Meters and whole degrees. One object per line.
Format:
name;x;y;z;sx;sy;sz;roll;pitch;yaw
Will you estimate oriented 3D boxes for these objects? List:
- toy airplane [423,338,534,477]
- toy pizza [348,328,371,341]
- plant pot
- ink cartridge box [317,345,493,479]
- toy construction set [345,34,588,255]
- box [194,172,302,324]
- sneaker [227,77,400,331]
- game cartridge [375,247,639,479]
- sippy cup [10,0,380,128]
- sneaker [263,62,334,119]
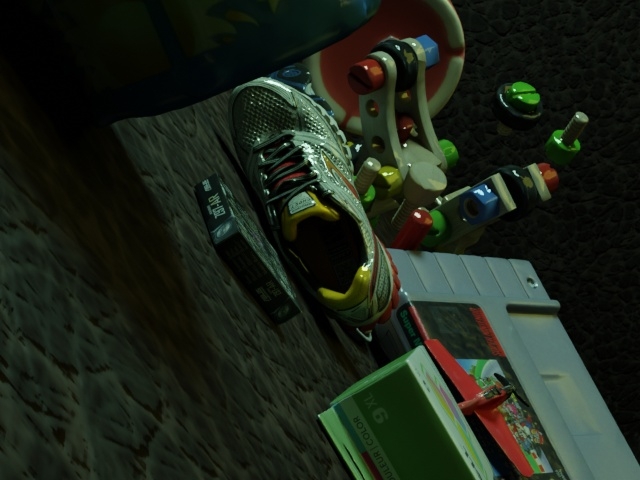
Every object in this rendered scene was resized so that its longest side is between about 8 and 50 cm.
toy airplane;0.123;0.140;1.209;0.151;0.028;0.151;23;39;-20
toy pizza;0.000;0.000;1.274;0.201;0.032;0.201;58;6;-9
plant pot;0.049;-0.250;1.725;0.275;0.275;0.243;56;0;-24
ink cartridge box;0.063;0.136;0.941;0.109;0.062;0.209;60;6;5
toy construction set;0.096;-0.040;1.535;0.257;0.237;0.309;32;43;2
box;-0.046;0.005;0.905;0.083;0.018;0.067;54;7;-40
sneaker;-0.007;-0.037;1.129;0.225;0.088;0.093;60;7;14
game cartridge;0.186;0.162;1.319;0.230;0.068;0.355;9;47;-44
sippy cup;-0.080;-0.185;0.695;0.240;0.305;0.224;-9;-73;48
sneaker;-0.035;-0.131;1.544;0.211;0.080;0.081;-112;-168;-58
